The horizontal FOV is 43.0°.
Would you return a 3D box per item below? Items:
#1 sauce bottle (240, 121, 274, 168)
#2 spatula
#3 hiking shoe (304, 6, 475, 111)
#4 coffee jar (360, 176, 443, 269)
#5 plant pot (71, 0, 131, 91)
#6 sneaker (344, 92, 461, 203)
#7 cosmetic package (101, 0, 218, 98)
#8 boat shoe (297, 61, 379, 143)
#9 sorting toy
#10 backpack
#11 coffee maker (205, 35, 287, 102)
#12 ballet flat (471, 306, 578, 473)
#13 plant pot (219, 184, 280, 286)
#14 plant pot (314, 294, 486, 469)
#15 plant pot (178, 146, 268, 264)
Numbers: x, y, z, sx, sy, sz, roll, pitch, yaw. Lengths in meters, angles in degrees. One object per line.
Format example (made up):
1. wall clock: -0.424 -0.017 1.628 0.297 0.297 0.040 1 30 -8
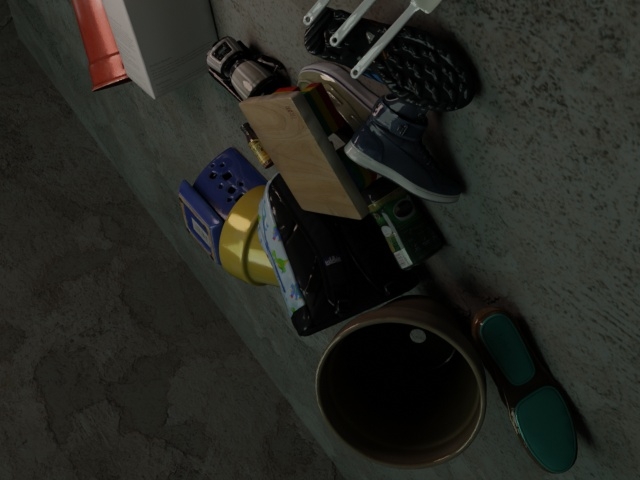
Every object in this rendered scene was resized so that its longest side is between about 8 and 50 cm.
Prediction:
1. sauce bottle: -0.163 -0.245 2.090 0.128 0.042 0.042 53 159 7
2. spatula: 0.085 -0.372 1.233 0.168 0.019 0.242 51 122 8
3. hiking shoe: 0.126 -0.301 1.325 0.304 0.132 0.113 31 110 20
4. coffee jar: 0.156 -0.041 1.601 0.184 0.096 0.079 59 156 -2
5. plant pot: -0.531 -0.570 2.185 0.272 0.272 0.265 7 118 63
6. sneaker: 0.177 -0.168 1.392 0.226 0.163 0.086 25 -154 -16
7. cosmetic package: -0.387 -0.558 1.917 0.156 0.217 0.385 40 151 38
8. boat shoe: 0.038 -0.255 1.563 0.302 0.094 0.109 39 152 40
9. sorting toy: -0.011 -0.176 1.530 0.255 0.089 0.257 59 161 -20
10. backpack: 0.000 0.000 1.764 0.355 0.290 0.273 66 161 4
11. coffee maker: -0.164 -0.353 1.839 0.178 0.120 0.171 47 157 27
12. ballet flat: 0.382 0.277 1.555 0.342 0.116 0.124 59 179 -3
13. plant pot: -0.085 0.017 2.037 0.239 0.254 0.254 25 145 30
14. plant pot: 0.181 0.246 1.636 0.323 0.323 0.280 62 -157 -10
15. plant pot: -0.261 -0.080 2.301 0.236 0.212 0.236 46 155 29
